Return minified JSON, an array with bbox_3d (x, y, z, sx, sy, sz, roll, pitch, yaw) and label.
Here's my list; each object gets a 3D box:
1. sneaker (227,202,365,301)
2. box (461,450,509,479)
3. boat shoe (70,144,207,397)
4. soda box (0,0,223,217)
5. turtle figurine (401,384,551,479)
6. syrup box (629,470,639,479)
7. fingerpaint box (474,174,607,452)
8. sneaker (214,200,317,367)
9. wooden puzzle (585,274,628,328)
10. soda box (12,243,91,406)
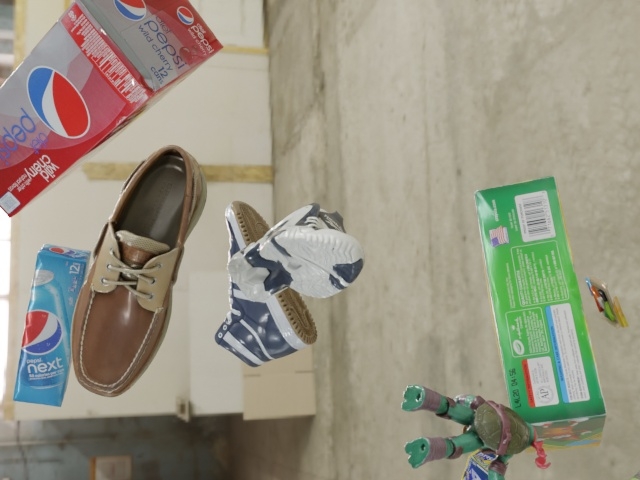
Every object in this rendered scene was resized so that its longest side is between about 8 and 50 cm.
[{"bbox_3d":[0.000,0.000,0.991,0.094,0.153,0.235,54,145,-9],"label":"sneaker"},{"bbox_3d":[0.301,0.475,1.503,0.059,0.054,0.169,35,130,37],"label":"box"},{"bbox_3d":[-0.228,0.026,0.963,0.116,0.123,0.325,117,167,-73],"label":"boat shoe"},{"bbox_3d":[-0.199,-0.114,0.645,0.263,0.083,0.092,-24,18,44],"label":"soda box"},{"bbox_3d":[0.231,0.280,1.137,0.118,0.234,0.175,-55,31,32],"label":"turtle figurine"},{"bbox_3d":[0.262,0.215,0.545,0.237,0.096,0.093,13,-92,-60],"label":"syrup box"},{"bbox_3d":[0.421,0.160,1.532,0.371,0.163,0.445,51,-149,-63],"label":"fingerpaint box"},{"bbox_3d":[-0.130,0.082,1.364,0.153,0.099,0.282,-32,77,26],"label":"sneaker"},{"bbox_3d":[0.430,0.093,1.198,0.116,0.014,0.079,-73,-37,-87],"label":"wooden puzzle"},{"bbox_3d":[-0.370,0.116,1.090,0.071,0.067,0.210,-135,56,-74],"label":"soda box"}]
